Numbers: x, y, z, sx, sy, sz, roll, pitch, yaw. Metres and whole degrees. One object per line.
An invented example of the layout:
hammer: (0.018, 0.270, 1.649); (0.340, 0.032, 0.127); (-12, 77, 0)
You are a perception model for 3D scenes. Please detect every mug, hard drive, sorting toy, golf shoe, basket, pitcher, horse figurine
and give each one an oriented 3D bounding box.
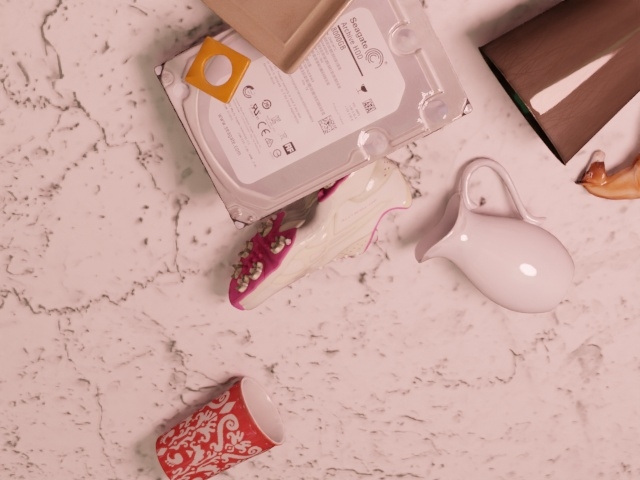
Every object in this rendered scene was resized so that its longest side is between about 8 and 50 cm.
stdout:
mug: (-0.143, 0.307, 1.788); (0.169, 0.113, 0.150); (-31, 118, 13)
hard drive: (-0.008, -0.191, 1.504); (0.338, 0.064, 0.237); (-26, 97, 5)
sorting toy: (-0.048, -0.324, 1.434); (0.196, 0.047, 0.348); (42, 99, 9)
golf shoe: (0.000, 0.000, 1.637); (0.140, 0.115, 0.306); (34, 110, -28)
basket: (0.353, -0.240, 1.539); (0.227, 0.154, 0.204); (-36, 120, 7)
pitcher: (0.263, -0.003, 1.682); (0.207, 0.125, 0.178); (27, 97, -10)
horse figurine: (0.518, -0.100, 1.692); (0.263, 0.066, 0.175); (21, 108, -17)
